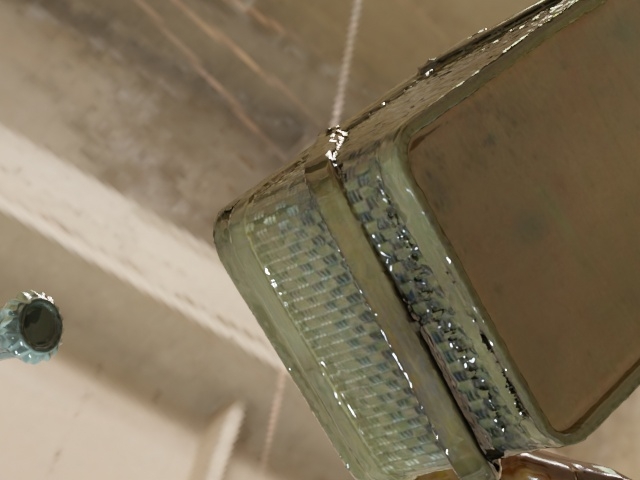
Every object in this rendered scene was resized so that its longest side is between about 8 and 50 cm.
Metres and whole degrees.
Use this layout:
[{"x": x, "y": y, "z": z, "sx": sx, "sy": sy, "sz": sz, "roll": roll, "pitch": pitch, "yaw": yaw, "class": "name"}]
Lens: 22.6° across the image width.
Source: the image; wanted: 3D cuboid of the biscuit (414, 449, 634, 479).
[{"x": 0.212, "y": 0.277, "z": 1.454, "sx": 0.342, "sy": 0.166, "sz": 0.395, "roll": 20, "pitch": 176, "yaw": 5, "class": "biscuit"}]

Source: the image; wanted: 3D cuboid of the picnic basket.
[{"x": 0.095, "y": -0.011, "z": 0.766, "sx": 0.266, "sy": 0.139, "sz": 0.165, "roll": -37, "pitch": -80, "yaw": -39, "class": "picnic basket"}]

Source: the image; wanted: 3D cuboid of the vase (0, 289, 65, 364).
[{"x": -0.284, "y": 0.081, "z": 1.378, "sx": 0.081, "sy": 0.148, "sz": 0.081, "roll": 14, "pitch": -109, "yaw": -45, "class": "vase"}]
